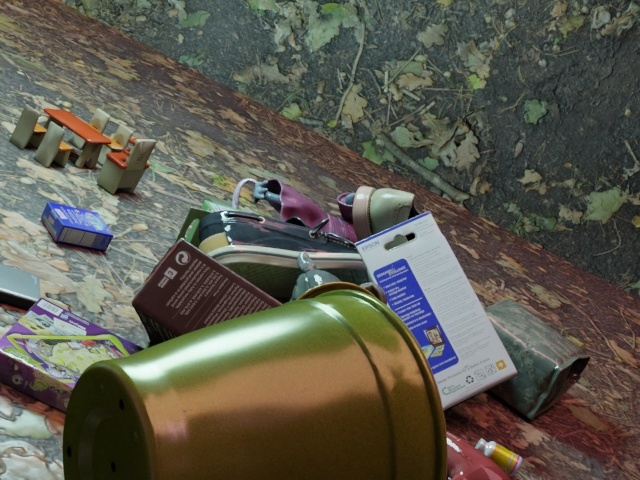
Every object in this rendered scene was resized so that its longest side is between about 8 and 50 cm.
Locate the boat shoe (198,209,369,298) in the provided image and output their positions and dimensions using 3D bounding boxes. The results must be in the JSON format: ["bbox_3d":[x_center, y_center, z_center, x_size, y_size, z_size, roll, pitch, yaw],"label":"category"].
[{"bbox_3d":[-0.041,0.035,2.185,0.500,0.187,0.156,9,50,-37],"label":"boat shoe"}]

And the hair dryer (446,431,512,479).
[{"bbox_3d":[0.219,0.394,1.707,0.223,0.080,0.293,25,20,-11],"label":"hair dryer"}]

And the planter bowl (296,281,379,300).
[{"bbox_3d":[0.014,0.177,1.885,0.217,0.217,0.090,23,-3,-18],"label":"planter bowl"}]

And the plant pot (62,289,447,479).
[{"bbox_3d":[-0.102,0.247,1.267,0.353,0.366,0.366,0,30,-37],"label":"plant pot"}]

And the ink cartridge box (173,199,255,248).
[{"bbox_3d":[-0.213,-0.014,2.210,0.209,0.109,0.062,15,21,-37],"label":"ink cartridge box"}]

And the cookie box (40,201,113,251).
[{"bbox_3d":[-0.455,-0.026,1.977,0.107,0.040,0.092,14,22,-40],"label":"cookie box"}]

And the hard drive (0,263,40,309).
[{"bbox_3d":[-0.507,0.063,1.659,0.135,0.022,0.094,21,18,-25],"label":"hard drive"}]

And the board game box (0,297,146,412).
[{"bbox_3d":[-0.290,0.209,1.533,0.347,0.056,0.208,27,12,-3],"label":"board game box"}]

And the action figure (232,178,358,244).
[{"bbox_3d":[0.000,0.000,2.471,0.370,0.248,0.276,14,-5,-37],"label":"action figure"}]

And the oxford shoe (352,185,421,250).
[{"bbox_3d":[0.189,0.035,2.375,0.146,0.140,0.397,0,-36,23],"label":"oxford shoe"}]

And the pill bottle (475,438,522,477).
[{"bbox_3d":[0.326,0.399,1.953,0.083,0.043,0.043,29,16,4],"label":"pill bottle"}]

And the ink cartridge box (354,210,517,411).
[{"bbox_3d":[0.221,0.140,2.085,0.371,0.176,0.069,64,-12,13],"label":"ink cartridge box"}]

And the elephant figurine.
[{"bbox_3d":[0.059,0.157,2.053,0.239,0.186,0.169,14,16,-28],"label":"elephant figurine"}]

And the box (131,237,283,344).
[{"bbox_3d":[-0.096,0.177,1.651,0.381,0.143,0.191,30,-20,14],"label":"box"}]

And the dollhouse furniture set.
[{"bbox_3d":[-0.498,-0.224,2.333,0.259,0.135,0.262,34,17,19],"label":"dollhouse furniture set"}]

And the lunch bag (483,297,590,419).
[{"bbox_3d":[0.458,0.255,2.383,0.235,0.169,0.287,35,22,23],"label":"lunch bag"}]
